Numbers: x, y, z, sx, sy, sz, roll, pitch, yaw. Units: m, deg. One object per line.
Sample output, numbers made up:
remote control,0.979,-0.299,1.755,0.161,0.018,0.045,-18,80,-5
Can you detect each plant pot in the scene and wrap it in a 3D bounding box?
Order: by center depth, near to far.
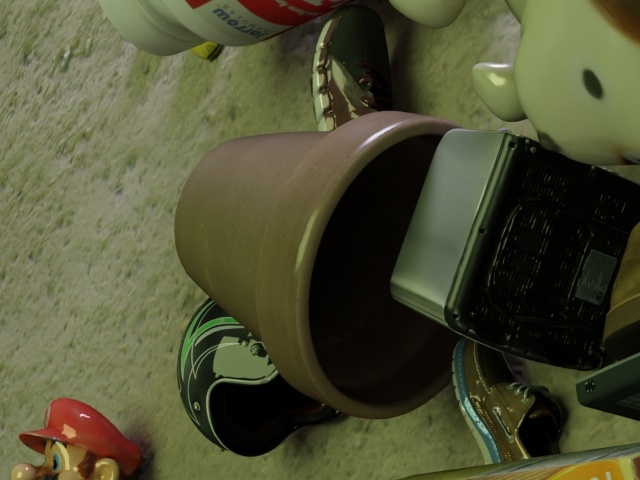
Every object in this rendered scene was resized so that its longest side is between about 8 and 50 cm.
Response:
plant pot,0.000,0.000,1.337,0.229,0.263,0.263,19,91,43

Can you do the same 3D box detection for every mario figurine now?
mario figurine,-0.307,0.338,1.729,0.198,0.170,0.320,-7,73,22

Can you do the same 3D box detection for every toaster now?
toaster,0.165,0.014,1.224,0.110,0.168,0.186,21,93,61

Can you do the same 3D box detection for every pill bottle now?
pill bottle,-0.044,-0.337,1.570,0.407,0.229,0.229,-19,59,38

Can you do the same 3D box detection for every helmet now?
helmet,-0.061,0.121,1.498,0.161,0.169,0.169,-26,53,28

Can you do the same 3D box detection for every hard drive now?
hard drive,0.266,0.097,1.100,0.135,0.094,0.022,-32,51,44

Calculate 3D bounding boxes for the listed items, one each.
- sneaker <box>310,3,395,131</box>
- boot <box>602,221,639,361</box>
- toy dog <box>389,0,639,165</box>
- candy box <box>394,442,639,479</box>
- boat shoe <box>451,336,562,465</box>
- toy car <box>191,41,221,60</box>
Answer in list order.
sneaker,0.076,-0.107,1.486,0.162,0.106,0.281,-9,72,41
boot,0.319,-0.005,1.073,0.305,0.112,0.115,-27,43,49
toy dog,0.250,-0.213,1.107,0.395,0.284,0.408,-11,47,20
candy box,0.159,0.257,1.134,0.316,0.087,0.183,-19,83,49
boat shoe,0.165,0.151,1.255,0.066,0.066,0.183,-38,56,33
toy car,-0.162,-0.361,1.965,0.239,0.053,0.225,33,103,55
